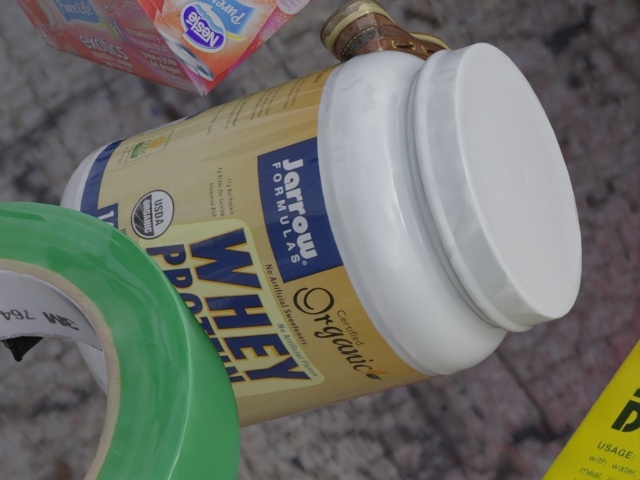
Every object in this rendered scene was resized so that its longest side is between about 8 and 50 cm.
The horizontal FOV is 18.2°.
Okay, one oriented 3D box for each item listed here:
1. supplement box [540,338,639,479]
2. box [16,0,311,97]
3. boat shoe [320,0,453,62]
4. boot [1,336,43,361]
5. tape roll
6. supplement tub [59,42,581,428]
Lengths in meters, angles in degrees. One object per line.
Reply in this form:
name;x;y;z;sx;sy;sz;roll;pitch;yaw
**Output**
supplement box;0.267;0.209;1.301;0.195;0.194;0.356;17;60;43
box;-0.158;-0.244;1.749;0.154;0.142;0.300;-44;32;-15
boat shoe;0.066;-0.124;1.511;0.064;0.178;0.060;-42;58;15
boot;-0.207;0.059;1.579;0.099;0.121;0.045;-38;27;-21
tape roll;-0.206;0.127;1.119;0.321;0.077;0.321;-13;51;16
supplement tub;0.000;0.000;1.392;0.316;0.228;0.228;-17;49;26
